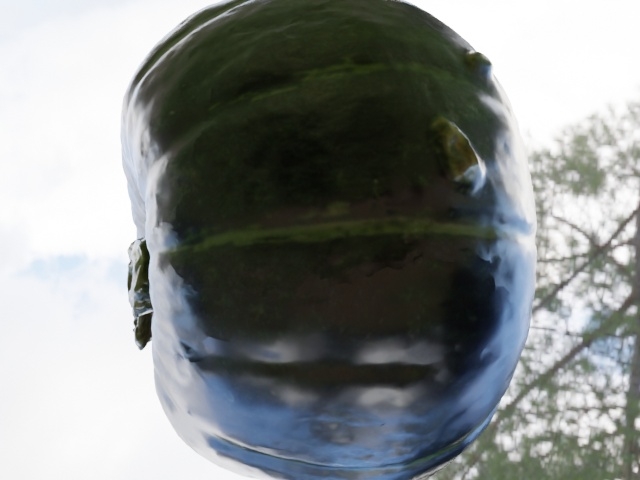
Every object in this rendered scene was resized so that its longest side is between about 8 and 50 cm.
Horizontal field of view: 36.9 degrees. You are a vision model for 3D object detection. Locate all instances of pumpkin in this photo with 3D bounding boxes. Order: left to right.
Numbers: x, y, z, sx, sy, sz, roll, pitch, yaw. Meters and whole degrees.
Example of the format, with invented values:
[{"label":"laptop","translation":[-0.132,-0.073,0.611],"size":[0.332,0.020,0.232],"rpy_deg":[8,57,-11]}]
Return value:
[{"label":"pumpkin","translation":[0.000,0.000,0.602],"size":[0.241,0.323,0.323],"rpy_deg":[-5,-140,-15]}]
